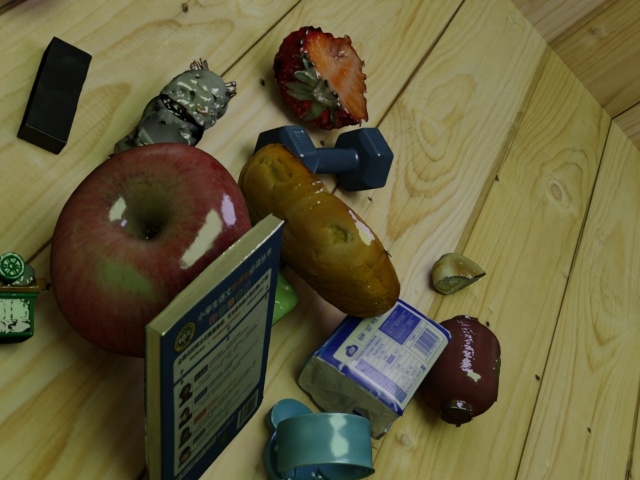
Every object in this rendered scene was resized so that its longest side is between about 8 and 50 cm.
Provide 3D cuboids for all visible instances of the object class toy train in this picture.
[{"bbox_3d":[-0.507,0.089,1.199,0.227,0.091,0.136,2,75,-42],"label":"toy train"}]

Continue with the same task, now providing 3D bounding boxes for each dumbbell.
[{"bbox_3d":[0.009,-0.176,1.782,0.324,0.160,0.144,-8,93,-45],"label":"dumbbell"}]

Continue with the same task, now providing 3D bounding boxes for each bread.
[{"bbox_3d":[-0.006,0.005,1.522,0.328,0.148,0.337,46,-6,25],"label":"bread"},{"bbox_3d":[0.320,0.075,1.959,0.157,0.083,0.094,-20,77,-49],"label":"bread"}]

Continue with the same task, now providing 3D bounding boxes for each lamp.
[{"bbox_3d":[0.303,0.277,1.765,0.180,0.180,0.258,35,45,-21],"label":"lamp"}]

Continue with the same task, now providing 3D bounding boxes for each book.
[{"bbox_3d":[-0.161,0.199,1.238,0.039,0.428,0.300,25,41,19],"label":"book"}]

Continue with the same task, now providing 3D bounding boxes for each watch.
[{"bbox_3d":[0.007,0.367,1.415,0.211,0.193,0.211,20,55,-31],"label":"watch"}]

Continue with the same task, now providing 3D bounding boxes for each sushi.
[{"bbox_3d":[-0.281,-0.226,1.562,0.124,0.130,0.332,41,45,-12],"label":"sushi"}]

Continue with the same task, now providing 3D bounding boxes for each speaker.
[{"bbox_3d":[-0.479,-0.264,1.471,0.082,0.044,0.218,24,52,-30],"label":"speaker"}]

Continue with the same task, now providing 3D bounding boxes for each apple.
[{"bbox_3d":[-0.262,0.023,1.302,0.344,0.269,0.345,0,64,0],"label":"apple"}]

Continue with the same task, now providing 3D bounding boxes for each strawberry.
[{"bbox_3d":[-0.013,-0.388,1.904,0.253,0.150,0.280,40,36,-35],"label":"strawberry"}]

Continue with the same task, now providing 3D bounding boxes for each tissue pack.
[{"bbox_3d":[0.109,0.238,1.608,0.209,0.137,0.270,32,41,12],"label":"tissue pack"}]

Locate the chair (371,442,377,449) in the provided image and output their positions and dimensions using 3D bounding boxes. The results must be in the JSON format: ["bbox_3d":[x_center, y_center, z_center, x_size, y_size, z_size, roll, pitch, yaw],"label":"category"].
[{"bbox_3d":[0.072,0.384,1.586,0.086,0.042,0.037,30,34,25],"label":"chair"}]

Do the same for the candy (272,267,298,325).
[{"bbox_3d":[-0.188,0.017,1.500,0.343,0.132,0.142,53,35,-3],"label":"candy"}]
